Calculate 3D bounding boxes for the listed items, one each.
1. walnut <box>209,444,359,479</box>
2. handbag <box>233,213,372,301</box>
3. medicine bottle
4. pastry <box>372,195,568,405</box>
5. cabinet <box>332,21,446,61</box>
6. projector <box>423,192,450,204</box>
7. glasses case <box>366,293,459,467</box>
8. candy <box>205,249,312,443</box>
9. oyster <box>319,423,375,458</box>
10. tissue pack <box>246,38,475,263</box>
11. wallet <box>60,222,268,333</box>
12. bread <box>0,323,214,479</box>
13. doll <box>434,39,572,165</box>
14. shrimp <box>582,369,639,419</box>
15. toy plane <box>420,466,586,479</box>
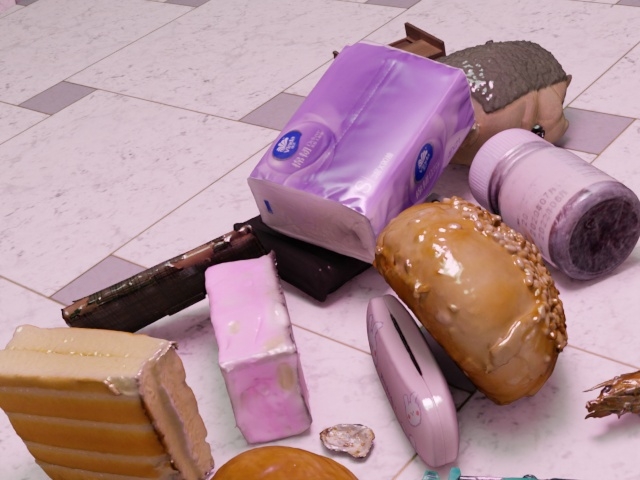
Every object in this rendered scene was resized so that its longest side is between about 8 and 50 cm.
[{"bbox_3d":[-0.016,0.357,1.110,0.209,0.208,0.336,-21,32,-14],"label":"walnut"},{"bbox_3d":[0.000,0.000,1.772,0.223,0.080,0.247,-28,39,-36],"label":"handbag"},{"bbox_3d":[0.369,-0.064,1.660,0.165,0.165,0.273,-22,32,-14],"label":"medicine bottle"},{"bbox_3d":[0.214,0.064,1.395,0.184,0.284,0.315,-41,37,2],"label":"pastry"},{"bbox_3d":[0.148,-0.280,2.019,0.175,0.215,0.148,-24,34,-17],"label":"cabinet"},{"bbox_3d":[0.209,-0.002,1.692,0.147,0.061,0.115,28,48,29],"label":"projector"},{"bbox_3d":[0.121,0.183,1.409,0.075,0.113,0.297,-14,32,-7],"label":"glasses case"},{"bbox_3d":[-0.088,0.149,1.495,0.116,0.155,0.265,-13,33,-4],"label":"candy"},{"bbox_3d":[0.034,0.268,1.395,0.083,0.019,0.054,10,40,28],"label":"oyster"},{"bbox_3d":[0.072,-0.154,1.685,0.242,0.160,0.338,19,61,28],"label":"tissue pack"},{"bbox_3d":[-0.235,0.070,1.622,0.317,0.169,0.044,-26,71,-1],"label":"wallet"},{"bbox_3d":[-0.277,0.229,1.366,0.246,0.239,0.111,1,41,23],"label":"bread"},{"bbox_3d":[0.320,-0.249,1.913,0.247,0.247,0.350,19,37,39],"label":"doll"},{"bbox_3d":[0.457,0.206,1.309,0.249,0.068,0.150,-4,37,2],"label":"shrimp"},{"bbox_3d":[0.225,0.306,1.235,0.235,0.060,0.096,2,27,15],"label":"toy plane"}]
